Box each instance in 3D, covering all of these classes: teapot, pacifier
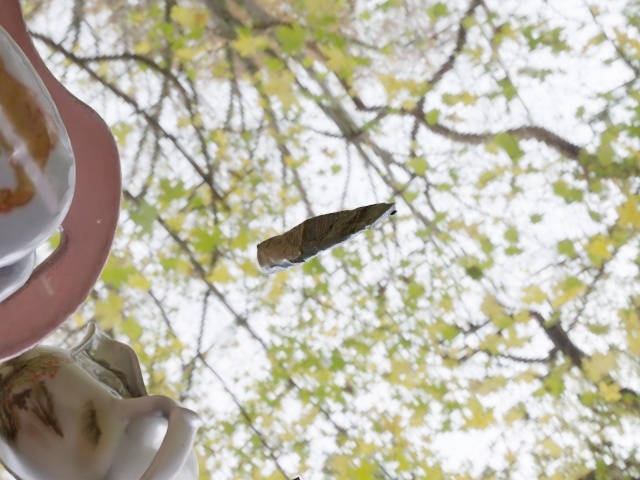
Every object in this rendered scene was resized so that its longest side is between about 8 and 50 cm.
[{"bbox_3d":[-0.186,0.164,0.996,0.139,0.204,0.298,-52,-149,-6],"label":"teapot"},{"bbox_3d":[-0.273,-0.070,0.764,0.220,0.332,0.273,-26,-153,4],"label":"pacifier"}]

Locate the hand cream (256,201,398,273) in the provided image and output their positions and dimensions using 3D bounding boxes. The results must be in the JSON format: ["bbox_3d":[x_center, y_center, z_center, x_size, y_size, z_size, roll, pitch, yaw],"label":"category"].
[{"bbox_3d":[0.000,0.000,1.667,0.248,0.052,0.075,-18,-144,37],"label":"hand cream"}]

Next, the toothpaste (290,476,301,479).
[{"bbox_3d":[-0.028,0.384,1.390,0.282,0.099,0.068,-138,-125,-62],"label":"toothpaste"}]
